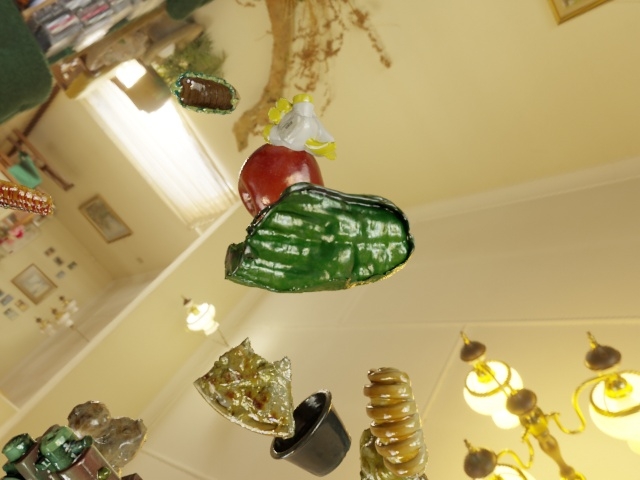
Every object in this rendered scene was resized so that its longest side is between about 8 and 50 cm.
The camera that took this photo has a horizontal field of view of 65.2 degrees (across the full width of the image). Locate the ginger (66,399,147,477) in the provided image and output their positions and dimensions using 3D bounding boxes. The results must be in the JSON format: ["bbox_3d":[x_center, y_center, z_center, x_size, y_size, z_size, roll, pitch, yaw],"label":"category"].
[{"bbox_3d":[-0.726,0.710,1.642,0.176,0.256,0.375,37,-70,62],"label":"ginger"}]

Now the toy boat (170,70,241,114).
[{"bbox_3d":[-0.289,-0.391,1.353,0.293,0.108,0.099,22,-155,38],"label":"toy boat"}]

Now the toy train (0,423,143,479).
[{"bbox_3d":[-0.502,0.504,1.026,0.221,0.304,0.150,-25,-163,17],"label":"toy train"}]

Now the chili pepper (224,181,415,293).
[{"bbox_3d":[-0.004,-0.004,1.001,0.385,0.213,0.167,-4,176,-23],"label":"chili pepper"}]

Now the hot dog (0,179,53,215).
[{"bbox_3d":[-0.640,-0.088,1.057,0.062,0.144,0.038,-57,-154,27],"label":"hot dog"}]

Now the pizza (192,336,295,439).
[{"bbox_3d":[-0.191,0.387,1.331,0.223,0.323,0.089,-69,160,2],"label":"pizza"}]

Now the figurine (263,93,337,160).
[{"bbox_3d":[-0.025,-0.191,0.898,0.109,0.129,0.178,-50,178,10],"label":"figurine"}]

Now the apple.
[{"bbox_3d":[-0.110,-0.147,1.411,0.216,0.260,0.260,-24,-165,-22],"label":"apple"}]

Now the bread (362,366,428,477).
[{"bbox_3d":[0.208,0.519,1.424,0.121,0.311,0.173,-10,171,-27],"label":"bread"}]

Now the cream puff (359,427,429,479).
[{"bbox_3d":[0.221,0.744,1.627,0.185,0.282,0.282,-45,-161,5],"label":"cream puff"}]

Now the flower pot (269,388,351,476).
[{"bbox_3d":[-0.012,0.556,1.400,0.235,0.148,0.235,-42,-173,6],"label":"flower pot"}]
